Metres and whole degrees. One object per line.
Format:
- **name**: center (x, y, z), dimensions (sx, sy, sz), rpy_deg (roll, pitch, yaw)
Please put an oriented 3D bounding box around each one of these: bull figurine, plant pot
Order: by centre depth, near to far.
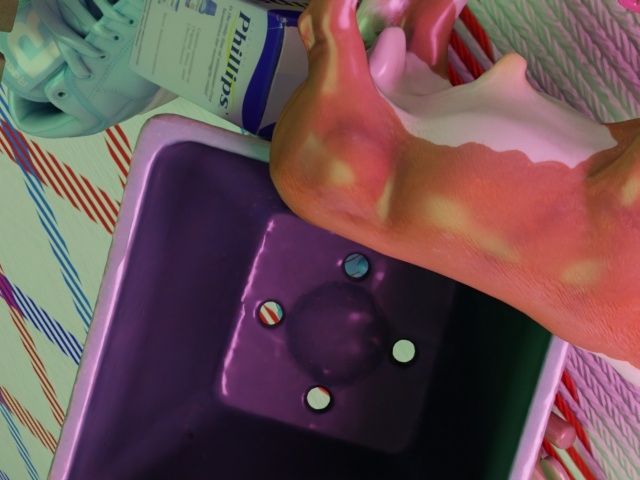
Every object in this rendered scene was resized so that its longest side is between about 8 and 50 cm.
- **bull figurine**: center (0.116, -0.031, 0.903), dimensions (0.310, 0.101, 0.188), rpy_deg (19, 114, 17)
- **plant pot**: center (0.003, 0.072, 1.130), dimensions (0.248, 0.247, 0.252), rpy_deg (16, -175, 3)

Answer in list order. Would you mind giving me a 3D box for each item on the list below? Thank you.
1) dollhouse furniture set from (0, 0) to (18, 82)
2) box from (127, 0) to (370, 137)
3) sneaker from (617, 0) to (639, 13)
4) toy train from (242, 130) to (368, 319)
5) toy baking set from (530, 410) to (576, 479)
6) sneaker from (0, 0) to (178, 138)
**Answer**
- **dollhouse furniture set**: center (-0.221, -0.271, 1.344), dimensions (0.259, 0.135, 0.262), rpy_deg (118, 157, -57)
- **box**: center (-0.023, -0.111, 1.153), dimensions (0.137, 0.126, 0.072), rpy_deg (30, 110, 44)
- **sneaker**: center (0.192, -0.115, 0.762), dimensions (0.170, 0.075, 0.063), rpy_deg (21, 168, 29)
- **toy train**: center (0.000, 0.000, 1.358), dimensions (0.105, 0.080, 0.184), rpy_deg (13, 130, 56)
- **toy baking set**: center (0.147, 0.163, 1.309), dimensions (0.256, 0.030, 0.197), rpy_deg (32, 149, 53)
- **sneaker**: center (-0.164, -0.157, 1.421), dimensions (0.135, 0.150, 0.366), rpy_deg (55, 159, 11)
